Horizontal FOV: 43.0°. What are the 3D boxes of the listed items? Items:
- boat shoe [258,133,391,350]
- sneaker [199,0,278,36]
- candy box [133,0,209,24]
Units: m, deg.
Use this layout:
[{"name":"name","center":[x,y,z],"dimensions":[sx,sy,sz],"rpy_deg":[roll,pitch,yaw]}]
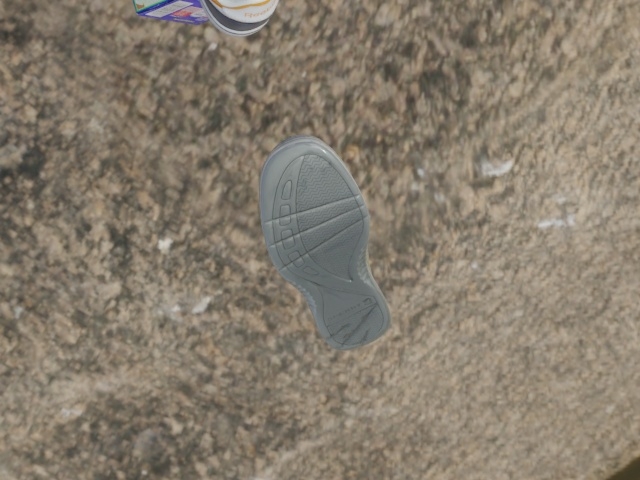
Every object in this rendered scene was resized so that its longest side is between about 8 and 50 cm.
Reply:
[{"name":"boat shoe","center":[0.003,0.000,0.943],"dimensions":[0.118,0.103,0.320],"rpy_deg":[-24,134,1]},{"name":"sneaker","center":[-0.141,-0.396,0.931],"dimensions":[0.126,0.127,0.321],"rpy_deg":[-36,101,-13]},{"name":"candy box","center":[-0.305,-0.615,1.644],"dimensions":[0.122,0.268,0.317],"rpy_deg":[-16,95,21]}]
